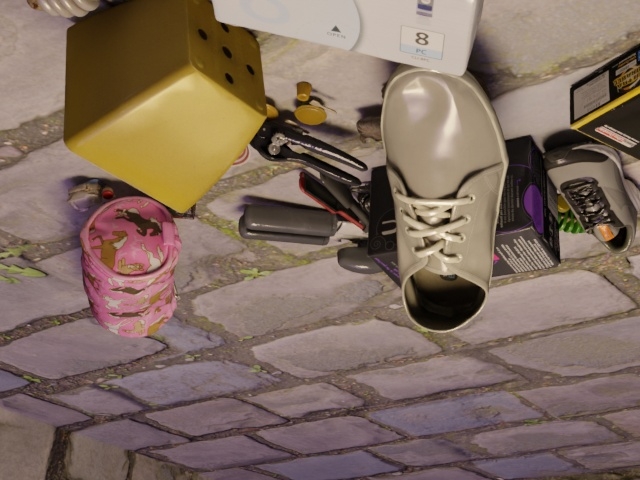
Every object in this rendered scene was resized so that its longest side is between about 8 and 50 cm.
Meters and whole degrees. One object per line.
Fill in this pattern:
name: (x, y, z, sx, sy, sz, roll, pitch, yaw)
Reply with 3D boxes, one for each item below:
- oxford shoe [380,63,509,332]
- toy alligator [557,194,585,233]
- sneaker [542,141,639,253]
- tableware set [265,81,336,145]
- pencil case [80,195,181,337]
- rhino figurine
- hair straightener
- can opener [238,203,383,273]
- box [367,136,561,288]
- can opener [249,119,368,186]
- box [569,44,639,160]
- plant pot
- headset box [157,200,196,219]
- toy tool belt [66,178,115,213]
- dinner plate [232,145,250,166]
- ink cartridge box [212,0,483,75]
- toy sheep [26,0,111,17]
oxford shoe: (0.168, -0.044, 1.459, 0.169, 0.130, 0.449, 5, 131, 17)
toy alligator: (0.384, -0.043, 1.766, 0.189, 0.051, 0.056, 11, 152, -14)
sneaker: (0.430, -0.068, 1.650, 0.100, 0.108, 0.271, -13, 148, 35)
tableware set: (-0.056, -0.188, 1.570, 0.104, 0.024, 0.154, 24, 149, -29)
pencil case: (-0.339, 0.056, 1.917, 0.160, 0.167, 0.386, 47, 160, 10)
rhino figurine: (0.137, -0.179, 1.505, 0.106, 0.073, 0.243, 24, 149, -30)
hair straightener: (0.065, -0.059, 1.770, 0.089, 0.047, 0.230, -23, 136, 30)
can opener: (0.000, 0.000, 1.855, 0.283, 0.095, 0.076, 5, 154, -17)
box: (0.225, -0.036, 1.673, 0.270, 0.165, 0.143, -10, 149, 26)
can opener: (-0.017, -0.132, 1.585, 0.186, 0.059, 0.073, 17, -165, -7)
box: (0.545, -0.179, 1.444, 0.322, 0.079, 0.257, 20, 148, -29)
plant pot: (-0.189, -0.199, 1.380, 0.187, 0.212, 0.212, -29, 141, 28)
headset box: (-0.247, -0.066, 1.829, 0.062, 0.032, 0.083, 5, 155, -1)
toy tool belt: (-0.389, -0.084, 1.808, 0.083, 0.051, 0.052, -16, 134, 12)
dinner plate: (-0.171, -0.159, 1.623, 0.141, 0.017, 0.141, 16, 155, 8)
ink cartridge box: (0.025, -0.339, 1.098, 0.308, 0.091, 0.385, 15, 157, 9)
toy sheep: (-0.299, -0.312, 1.286, 0.132, 0.091, 0.091, -21, 147, 16)
